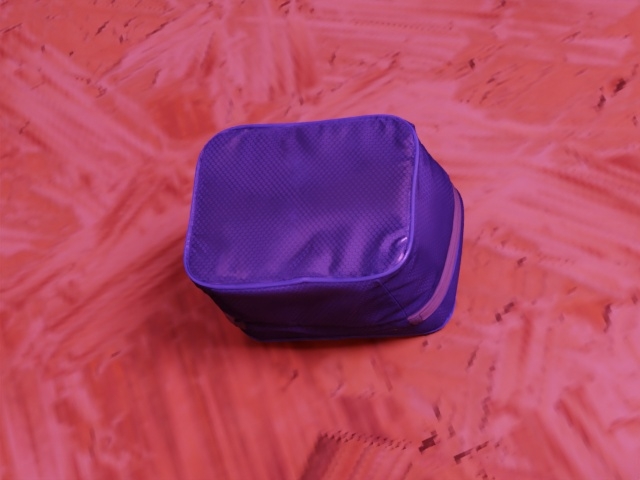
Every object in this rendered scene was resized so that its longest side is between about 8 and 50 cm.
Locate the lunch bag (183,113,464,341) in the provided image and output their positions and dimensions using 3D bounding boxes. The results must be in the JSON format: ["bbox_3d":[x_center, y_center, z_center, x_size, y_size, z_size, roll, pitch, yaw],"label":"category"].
[{"bbox_3d":[0.000,0.000,0.704,0.098,0.065,0.067,-2,64,22],"label":"lunch bag"}]
